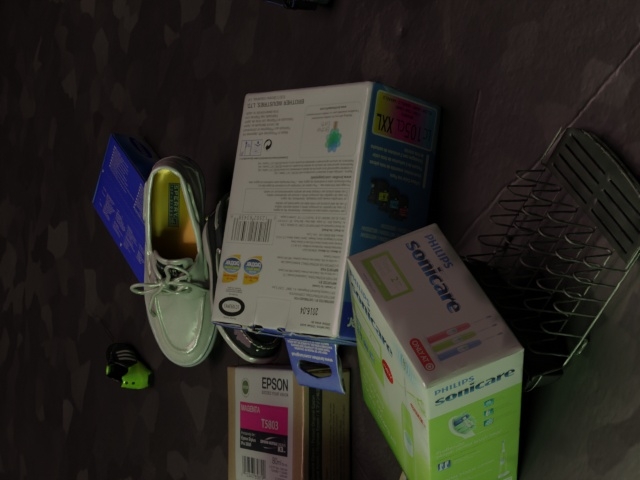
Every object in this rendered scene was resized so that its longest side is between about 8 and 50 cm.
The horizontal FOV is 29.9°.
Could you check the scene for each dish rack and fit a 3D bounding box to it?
[{"bbox_3d":[0.257,0.015,1.359,0.208,0.074,0.271,59,134,40],"label":"dish rack"}]

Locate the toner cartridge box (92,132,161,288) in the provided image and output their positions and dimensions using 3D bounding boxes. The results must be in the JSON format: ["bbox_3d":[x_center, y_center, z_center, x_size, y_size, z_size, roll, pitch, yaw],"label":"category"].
[{"bbox_3d":[-0.329,-0.050,2.276,0.348,0.075,0.165,50,128,46],"label":"toner cartridge box"}]

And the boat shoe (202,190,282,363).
[{"bbox_3d":[-0.122,0.053,1.912,0.091,0.114,0.302,-62,41,43],"label":"boat shoe"}]

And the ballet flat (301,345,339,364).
[{"bbox_3d":[-0.032,0.050,1.801,0.096,0.095,0.280,-38,67,31],"label":"ballet flat"}]

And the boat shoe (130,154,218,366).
[{"bbox_3d":[-0.243,0.044,2.015,0.156,0.136,0.367,-51,-37,-79],"label":"boat shoe"}]

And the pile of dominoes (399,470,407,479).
[{"bbox_3d":[0.138,0.437,1.552,0.196,0.040,0.251,16,101,56],"label":"pile of dominoes"}]

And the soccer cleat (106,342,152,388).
[{"bbox_3d":[-0.395,0.244,2.364,0.179,0.072,0.060,27,111,55],"label":"soccer cleat"}]

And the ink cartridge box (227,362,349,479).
[{"bbox_3d":[-0.052,0.285,1.814,0.235,0.088,0.193,-7,84,58],"label":"ink cartridge box"}]

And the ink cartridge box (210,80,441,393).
[{"bbox_3d":[0.000,0.000,1.618,0.270,0.151,0.395,3,81,49],"label":"ink cartridge box"}]

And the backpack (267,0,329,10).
[{"bbox_3d":[-0.030,-0.412,1.820,0.105,0.084,0.114,31,119,53],"label":"backpack"}]

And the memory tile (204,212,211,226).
[{"bbox_3d":[-0.228,0.019,2.097,0.012,0.113,0.148,-58,-24,-79],"label":"memory tile"}]

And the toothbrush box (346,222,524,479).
[{"bbox_3d":[0.132,0.157,1.393,0.283,0.122,0.206,84,161,-48],"label":"toothbrush box"}]
